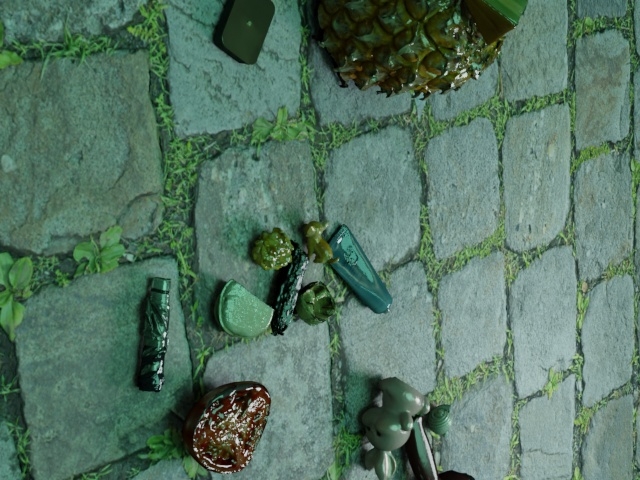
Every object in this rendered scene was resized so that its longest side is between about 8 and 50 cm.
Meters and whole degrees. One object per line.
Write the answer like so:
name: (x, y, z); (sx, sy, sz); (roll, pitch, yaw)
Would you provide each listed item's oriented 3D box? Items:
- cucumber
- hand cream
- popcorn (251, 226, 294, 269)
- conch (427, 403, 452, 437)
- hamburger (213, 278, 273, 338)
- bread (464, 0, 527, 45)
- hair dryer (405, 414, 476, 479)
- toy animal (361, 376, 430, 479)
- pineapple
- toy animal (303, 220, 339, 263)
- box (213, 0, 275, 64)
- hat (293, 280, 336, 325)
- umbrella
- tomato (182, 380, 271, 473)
cucumber: (-0.062, 0.089, 1.782); (0.053, 0.053, 0.182); (24, 79, -46)
hand cream: (0.082, 0.069, 1.944); (0.083, 0.048, 0.224); (-54, 126, -24)
popcorn: (-0.085, 0.015, 1.739); (0.082, 0.057, 0.083); (32, 70, -46)
conch: (0.271, 0.406, 2.185); (0.085, 0.056, 0.076); (97, 14, -47)
hamburger: (-0.145, 0.129, 1.699); (0.121, 0.054, 0.084); (45, 68, -38)
bread: (0.274, -0.414, 1.658); (0.139, 0.084, 0.074); (33, 66, -16)
hair dryer: (0.191, 0.515, 2.105); (0.312, 0.123, 0.341); (-25, 104, -31)
toy animal: (0.136, 0.393, 2.000); (0.124, 0.124, 0.213); (32, 79, -45)
pineapple: (0.182, -0.435, 1.793); (0.352, 0.300, 0.353); (-8, 100, -52)
toy animal: (0.000, 0.000, 1.821); (0.060, 0.081, 0.083); (-29, 137, -38)
box: (-0.131, -0.371, 1.649); (0.091, 0.031, 0.126); (30, 74, -45)
hat: (-0.016, 0.125, 1.830); (0.076, 0.059, 0.077); (53, 40, 3)
umbrella: (-0.268, 0.154, 1.569); (0.050, 0.046, 0.188); (3, 95, -86)
tomato: (-0.175, 0.311, 1.668); (0.174, 0.082, 0.166); (28, 80, -50)
